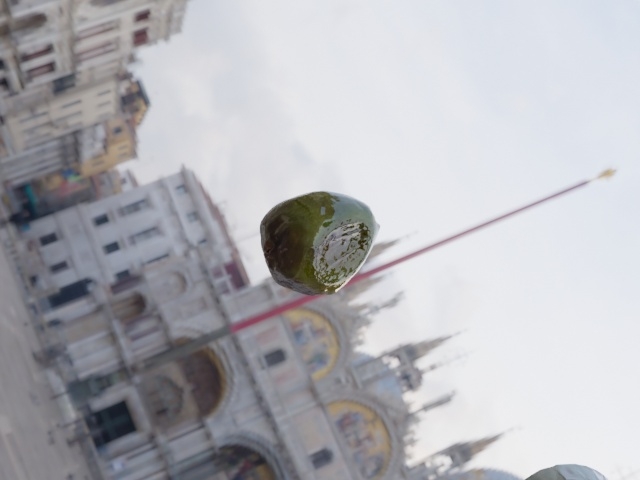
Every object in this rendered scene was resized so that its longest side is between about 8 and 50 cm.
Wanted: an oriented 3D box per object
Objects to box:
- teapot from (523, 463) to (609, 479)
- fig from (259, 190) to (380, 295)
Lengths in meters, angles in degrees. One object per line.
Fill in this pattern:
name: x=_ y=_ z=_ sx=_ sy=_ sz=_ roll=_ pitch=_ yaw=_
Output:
teapot: x=0.331 y=0.377 z=1.250 sx=0.178 sy=0.221 sz=0.163 roll=-117 pitch=-137 yaw=-66
fig: x=0.000 y=0.000 z=1.470 sx=0.144 sy=0.165 sz=0.154 roll=63 pitch=5 yaw=-17
